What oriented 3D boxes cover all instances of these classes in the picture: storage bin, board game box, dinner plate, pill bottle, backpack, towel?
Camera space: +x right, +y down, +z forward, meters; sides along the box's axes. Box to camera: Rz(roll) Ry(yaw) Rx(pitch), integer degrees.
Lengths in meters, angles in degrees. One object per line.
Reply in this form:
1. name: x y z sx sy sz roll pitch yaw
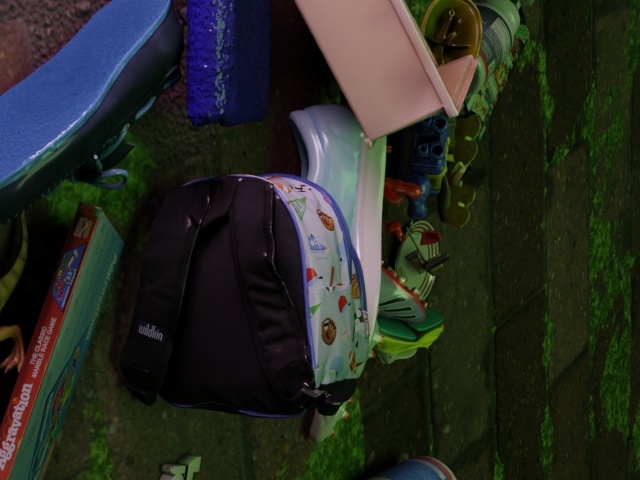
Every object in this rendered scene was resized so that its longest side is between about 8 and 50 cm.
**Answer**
1. storage bin: 0.078 -0.286 1.417 0.262 0.123 0.260 60 24 -15
2. board game box: -0.262 0.112 1.141 0.145 0.027 0.281 90 16 -76
3. board game box: 0.289 -0.311 1.951 0.259 0.030 0.136 -62 140 -27
4. dinner plate: 0.149 0.038 1.825 0.141 0.017 0.141 -16 110 -54
5. pill bottle: 0.115 0.416 1.763 0.221 0.124 0.124 -7 103 -56
6. pill bottle: 0.243 -0.312 1.805 0.180 0.108 0.108 -50 136 -40
7. backpack: -0.070 0.053 1.287 0.213 0.276 0.263 -17 105 -60
8. towel: -0.109 -0.282 1.255 0.227 0.076 0.308 -37 129 -77

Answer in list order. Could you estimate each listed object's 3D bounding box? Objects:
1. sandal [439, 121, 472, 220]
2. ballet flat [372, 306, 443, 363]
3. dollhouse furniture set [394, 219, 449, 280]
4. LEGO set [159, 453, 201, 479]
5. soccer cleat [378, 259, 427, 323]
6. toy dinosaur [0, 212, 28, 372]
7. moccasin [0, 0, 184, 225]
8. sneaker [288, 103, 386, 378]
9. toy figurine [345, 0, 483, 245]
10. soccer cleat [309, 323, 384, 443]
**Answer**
1. sandal: 0.223 -0.111 1.874 0.072 0.049 0.180 -37 127 -48
2. ballet flat: 0.119 0.151 1.762 0.231 0.077 0.077 -2 124 -58
3. dollhouse furniture set: 0.145 0.021 1.793 0.081 0.091 0.114 62 3 14
4. LEGO set: -0.170 0.375 1.350 0.093 0.087 0.227 13 85 -57
5. soccer cleat: 0.068 0.069 1.652 0.095 0.083 0.248 -49 137 -2
6. toy dinosaur: -0.316 0.068 1.076 0.211 0.064 0.112 -46 132 -42
7. moccasin: -0.222 -0.113 1.115 0.342 0.138 0.117 -51 141 -37
8. sneaker: 0.000 0.000 1.490 0.135 0.150 0.366 125 -32 -78
9. toy figurine: 0.130 -0.163 1.690 0.217 0.191 0.362 82 13 -81
10. soccer cleat: 0.021 0.193 1.632 0.196 0.076 0.068 -64 -173 0
